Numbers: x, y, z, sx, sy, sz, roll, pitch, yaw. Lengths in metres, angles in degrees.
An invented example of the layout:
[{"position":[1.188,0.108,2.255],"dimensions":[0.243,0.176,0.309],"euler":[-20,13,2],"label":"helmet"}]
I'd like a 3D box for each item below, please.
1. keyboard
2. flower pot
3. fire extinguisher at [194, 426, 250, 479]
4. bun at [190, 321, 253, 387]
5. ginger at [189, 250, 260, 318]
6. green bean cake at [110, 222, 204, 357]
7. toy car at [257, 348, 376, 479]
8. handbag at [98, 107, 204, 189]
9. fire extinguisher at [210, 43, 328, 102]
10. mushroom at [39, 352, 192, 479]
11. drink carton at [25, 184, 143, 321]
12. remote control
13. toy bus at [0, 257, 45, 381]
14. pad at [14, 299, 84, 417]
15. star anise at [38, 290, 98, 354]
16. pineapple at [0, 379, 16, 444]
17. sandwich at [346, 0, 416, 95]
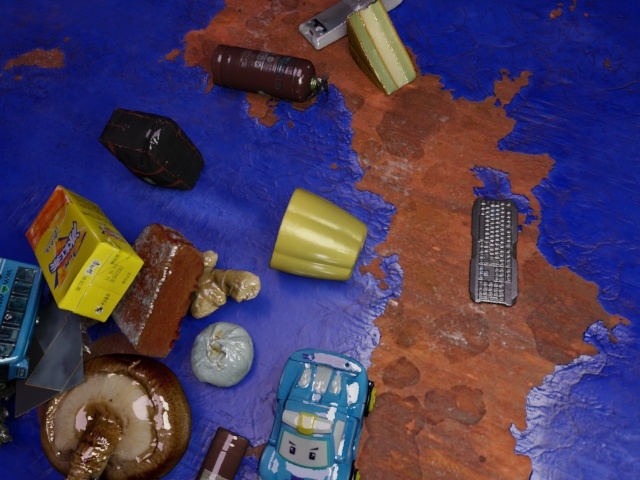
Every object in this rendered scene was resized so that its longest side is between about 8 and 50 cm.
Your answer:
[{"position":[0.394,0.020,1.145],"dimensions":[0.106,0.016,0.263],"euler":[6,66,9],"label":"keyboard"},{"position":[0.000,0.000,1.114],"dimensions":[0.179,0.195,0.195],"euler":[20,68,1],"label":"flower pot"},{"position":[-0.200,0.486,0.969],"dimensions":[0.099,0.071,0.231],"euler":[26,69,-13],"label":"fire extinguisher"},{"position":[-0.211,0.237,1.074],"dimensions":[0.140,0.083,0.141],"euler":[-4,64,8],"label":"bun"},{"position":[-0.282,0.082,1.154],"dimensions":[0.333,0.081,0.148],"euler":[28,91,29],"label":"ginger"},{"position":[-0.345,0.097,1.078],"dimensions":[0.198,0.097,0.233],"euler":[34,93,32],"label":"green bean cake"},{"position":[-0.012,0.361,0.953],"dimensions":[0.198,0.166,0.314],"euler":[10,67,14],"label":"toy car"},{"position":[-0.409,-0.220,1.239],"dimensions":[0.169,0.215,0.155],"euler":[21,77,19],"label":"handbag"},{"position":[-0.125,-0.436,1.358],"dimensions":[0.337,0.114,0.135],"euler":[14,52,12],"label":"fire extinguisher"},{"position":[-0.398,0.364,0.995],"dimensions":[0.296,0.163,0.278],"euler":[10,57,13],"label":"mushroom"},{"position":[-0.522,0.016,1.103],"dimensions":[0.351,0.111,0.155],"euler":[34,90,46],"label":"drink carton"},{"position":[0.090,-0.674,1.481],"dimensions":[0.313,0.055,0.109],"euler":[-32,66,-9],"label":"remote control"},{"position":[-0.650,0.165,1.035],"dimensions":[0.134,0.113,0.246],"euler":[13,48,-26],"label":"toy bus"},{"position":[-0.562,0.223,1.050],"dimensions":[0.163,0.004,0.243],"euler":[-29,50,3],"label":"pad"},{"position":[-0.579,0.182,1.142],"dimensions":[0.196,0.073,0.212],"euler":[5,70,17],"label":"star anise"},{"position":[-0.699,0.313,1.068],"dimensions":[0.128,0.128,0.248],"euler":[-13,66,0],"label":"pineapple"},{"position":[0.166,-0.512,1.349],"dimensions":[0.117,0.144,0.187],"euler":[-32,66,-6],"label":"sandwich"}]
